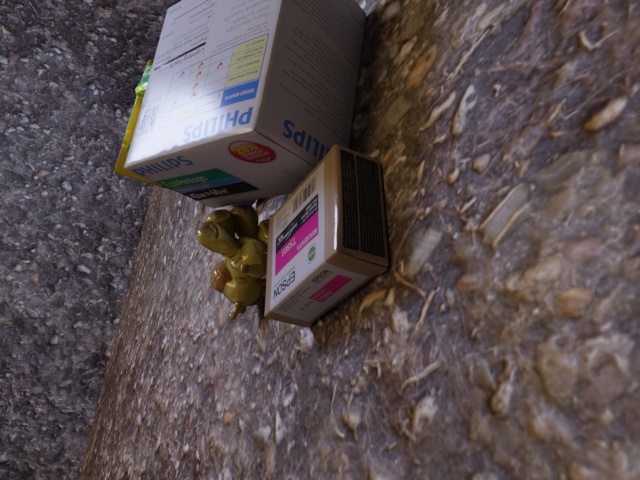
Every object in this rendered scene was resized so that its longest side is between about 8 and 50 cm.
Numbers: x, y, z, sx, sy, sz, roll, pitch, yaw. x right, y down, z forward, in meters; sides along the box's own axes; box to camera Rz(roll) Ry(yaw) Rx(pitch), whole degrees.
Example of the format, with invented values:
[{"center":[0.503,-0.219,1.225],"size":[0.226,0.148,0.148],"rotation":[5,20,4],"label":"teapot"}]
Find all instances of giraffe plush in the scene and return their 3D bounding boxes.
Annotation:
[{"center":[-0.156,0.054,1.065],"size":[0.210,0.181,0.170],"rotation":[42,130,25],"label":"giraffe plush"}]

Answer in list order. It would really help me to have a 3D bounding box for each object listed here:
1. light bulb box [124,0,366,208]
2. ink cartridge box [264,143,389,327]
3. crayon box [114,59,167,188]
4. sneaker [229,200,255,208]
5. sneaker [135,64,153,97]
[{"center":[-0.133,-0.277,0.971],"size":[0.358,0.225,0.360],"rotation":[-5,69,39],"label":"light bulb box"},{"center":[0.000,0.000,0.817],"size":[0.235,0.088,0.193],"rotation":[-44,37,46],"label":"ink cartridge box"},{"center":[-0.456,-0.346,1.703],"size":[0.362,0.313,0.106],"rotation":[-66,26,16],"label":"crayon box"},{"center":[-0.150,-0.244,1.255],"size":[0.182,0.128,0.315],"rotation":[-23,62,55],"label":"sneaker"},{"center":[-0.441,-0.440,1.436],"size":[0.295,0.110,0.123],"rotation":[38,113,63],"label":"sneaker"}]
